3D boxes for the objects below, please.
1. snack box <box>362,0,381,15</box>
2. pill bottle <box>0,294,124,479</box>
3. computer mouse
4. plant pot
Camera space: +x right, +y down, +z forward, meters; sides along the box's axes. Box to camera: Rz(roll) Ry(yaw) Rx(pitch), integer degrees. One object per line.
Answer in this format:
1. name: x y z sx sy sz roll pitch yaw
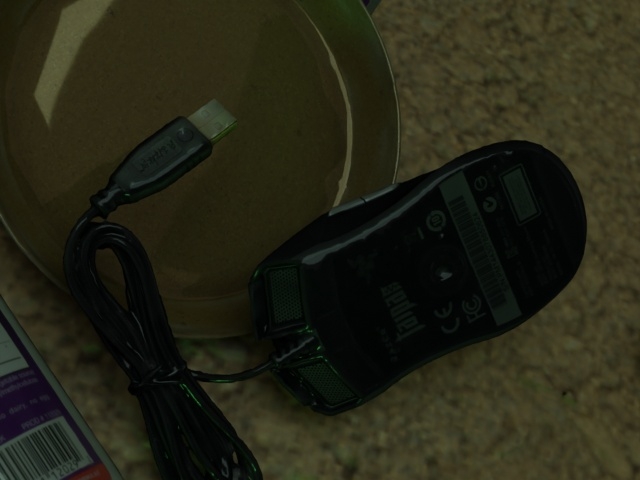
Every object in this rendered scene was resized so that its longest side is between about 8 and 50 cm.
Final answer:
1. snack box: -0.038 -0.243 0.700 0.175 0.070 0.207 13 64 -15
2. pill bottle: -0.174 0.067 0.485 0.108 0.108 0.193 -31 79 -29
3. computer mouse: 0.000 0.000 0.574 0.262 0.060 0.184 -33 105 -13
4. plant pot: -0.067 -0.066 0.598 0.236 0.032 0.236 3 84 -25
